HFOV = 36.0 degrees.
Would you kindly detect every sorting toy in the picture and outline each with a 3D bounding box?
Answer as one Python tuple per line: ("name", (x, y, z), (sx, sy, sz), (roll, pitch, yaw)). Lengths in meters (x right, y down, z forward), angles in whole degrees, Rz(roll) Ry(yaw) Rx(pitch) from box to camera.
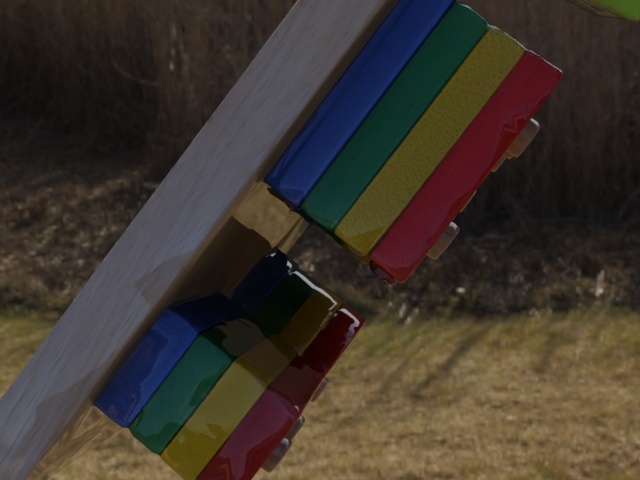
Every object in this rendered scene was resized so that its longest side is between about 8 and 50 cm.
("sorting toy", (0.000, 0.000, 0.445), (0.089, 0.257, 0.255), (37, 4, 4))

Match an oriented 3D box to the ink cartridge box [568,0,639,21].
("ink cartridge box", (0.209, -0.318, 0.724), (0.189, 0.255, 0.097), (26, 13, -8))
